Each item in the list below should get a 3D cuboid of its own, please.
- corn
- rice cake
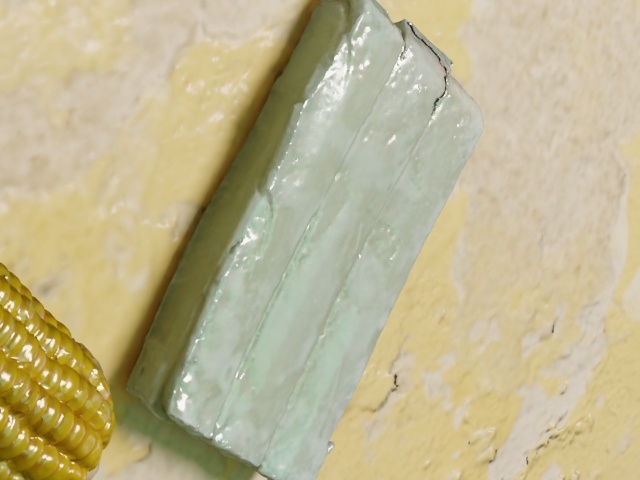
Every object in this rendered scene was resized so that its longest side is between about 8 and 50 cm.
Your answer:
[{"bbox_3d":[-0.152,0.017,0.454,0.080,0.080,0.238,-52,129,-16],"label":"corn"},{"bbox_3d":[0.000,0.000,0.615,0.124,0.038,0.211,39,77,-44],"label":"rice cake"}]
